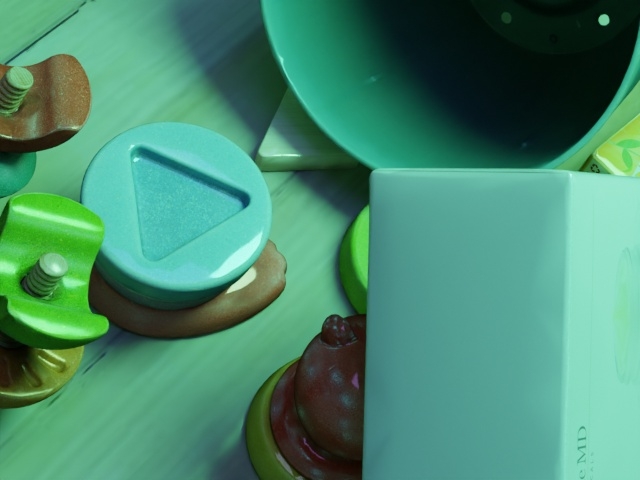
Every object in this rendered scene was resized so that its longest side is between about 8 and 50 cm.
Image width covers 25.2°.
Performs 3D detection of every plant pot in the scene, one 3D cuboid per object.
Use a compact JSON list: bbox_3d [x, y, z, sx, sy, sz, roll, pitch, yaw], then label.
[{"bbox_3d":[0.137,-0.204,1.072,0.293,0.293,0.235,43,33,11],"label":"plant pot"}]

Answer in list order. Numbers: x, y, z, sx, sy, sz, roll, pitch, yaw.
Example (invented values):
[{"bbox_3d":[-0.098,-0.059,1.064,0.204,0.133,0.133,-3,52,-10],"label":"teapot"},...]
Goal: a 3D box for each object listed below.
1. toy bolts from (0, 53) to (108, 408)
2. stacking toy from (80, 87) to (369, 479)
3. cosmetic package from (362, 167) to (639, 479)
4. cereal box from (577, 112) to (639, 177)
[{"bbox_3d":[-0.249,-0.013,0.910,0.218,0.158,0.228,18,49,-28],"label":"toy bolts"},{"bbox_3d":[0.000,0.000,1.000,0.309,0.130,0.279,41,59,9],"label":"stacking toy"},{"bbox_3d":[0.141,0.071,0.874,0.224,0.138,0.224,-1,92,-53],"label":"cosmetic package"},{"bbox_3d":[0.346,-0.020,1.153,0.173,0.047,0.240,-36,76,-30],"label":"cereal box"}]
